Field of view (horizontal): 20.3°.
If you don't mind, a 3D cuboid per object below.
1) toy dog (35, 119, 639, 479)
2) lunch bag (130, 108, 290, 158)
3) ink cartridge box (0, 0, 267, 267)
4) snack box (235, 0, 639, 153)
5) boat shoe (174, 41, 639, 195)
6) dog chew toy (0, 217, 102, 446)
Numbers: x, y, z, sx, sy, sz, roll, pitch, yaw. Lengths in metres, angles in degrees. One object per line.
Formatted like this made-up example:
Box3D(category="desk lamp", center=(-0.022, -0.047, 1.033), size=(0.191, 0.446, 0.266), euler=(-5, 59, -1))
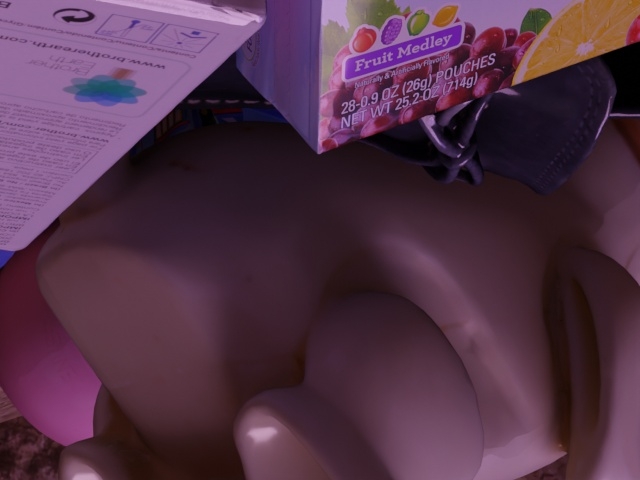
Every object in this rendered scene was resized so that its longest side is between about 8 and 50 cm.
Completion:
Box3D(category="toy dog", center=(0.051, 0.029, 1.030), size=(0.408, 0.395, 0.284), euler=(-28, 175, -38))
Box3D(category="lunch bag", center=(0.000, 0.000, 1.286), size=(0.293, 0.138, 0.221), euler=(6, 161, -26))
Box3D(category="ink cartridge box", center=(-0.165, -0.060, 0.655), size=(0.186, 0.065, 0.311), euler=(8, 158, -24))
Box3D(category="snack box", center=(0.072, -0.144, 0.635), size=(0.207, 0.070, 0.174), euler=(-21, 136, -25))
Box3D(category="boat shoe", center=(0.072, -0.099, 0.817), size=(0.500, 0.156, 0.187), euler=(-8, 171, -12))
Box3D(category="dog chew toy", center=(-0.186, 0.075, 1.498), size=(0.207, 0.206, 0.332), euler=(-21, -178, -20))
